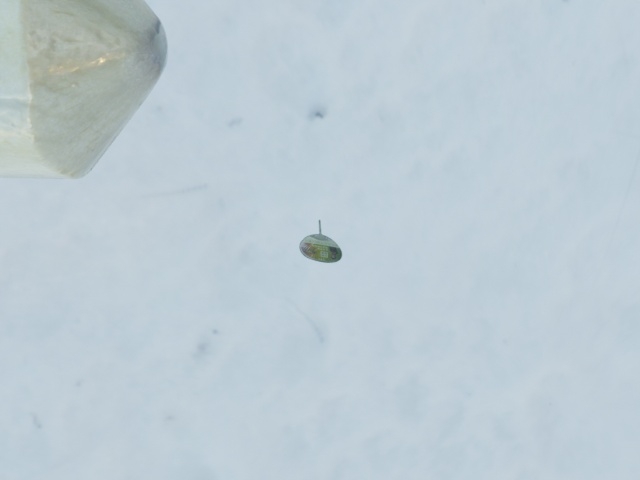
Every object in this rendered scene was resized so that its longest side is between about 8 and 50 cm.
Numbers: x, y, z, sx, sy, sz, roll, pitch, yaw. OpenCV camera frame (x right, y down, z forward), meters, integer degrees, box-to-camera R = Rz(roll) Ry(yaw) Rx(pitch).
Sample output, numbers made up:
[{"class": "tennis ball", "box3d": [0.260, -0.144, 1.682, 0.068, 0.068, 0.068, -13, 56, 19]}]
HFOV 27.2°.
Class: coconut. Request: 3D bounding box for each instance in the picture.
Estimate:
[{"class": "coconut", "box3d": [-0.230, -0.144, 1.038, 0.222, 0.202, 0.202, -2, 83, 13]}]

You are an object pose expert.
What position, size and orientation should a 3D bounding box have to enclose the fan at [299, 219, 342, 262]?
[{"class": "fan", "box3d": [0.006, 0.006, 1.831, 0.060, 0.003, 0.080, 29, 44, 8]}]
